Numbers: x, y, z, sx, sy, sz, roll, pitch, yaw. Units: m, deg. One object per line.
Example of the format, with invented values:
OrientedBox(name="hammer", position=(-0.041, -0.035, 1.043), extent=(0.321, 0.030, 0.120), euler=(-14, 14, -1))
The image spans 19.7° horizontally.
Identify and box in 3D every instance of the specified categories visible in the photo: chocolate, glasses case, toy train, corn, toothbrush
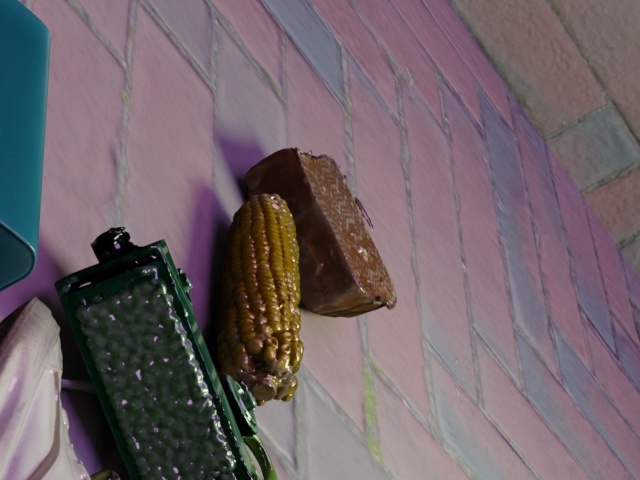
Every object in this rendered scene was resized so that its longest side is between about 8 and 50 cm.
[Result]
OrientedBox(name="chocolate", position=(0.000, 0.000, 2.170), extent=(0.148, 0.093, 0.214), euler=(7, 58, -66))
OrientedBox(name="glasses case", position=(-0.286, -0.102, 1.595), extent=(0.117, 0.070, 0.301), euler=(47, 26, -38))
OrientedBox(name="toy train", position=(-0.133, 0.114, 1.623), extent=(0.154, 0.115, 0.269), euler=(-86, 155, -86))
OrientedBox(name="corn", position=(-0.062, 0.061, 1.932), extent=(0.097, 0.097, 0.320), euler=(52, 20, -30))
OrientedBox(name="toothbrush", position=(-0.230, 0.115, 1.543), extent=(0.017, 0.014, 0.162), euler=(55, 15, 21))

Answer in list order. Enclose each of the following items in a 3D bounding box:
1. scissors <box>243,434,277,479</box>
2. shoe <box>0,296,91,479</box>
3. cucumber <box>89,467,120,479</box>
OrientedBox(name="scissors", position=(-0.036, 0.283, 1.809), extent=(0.204, 0.027, 0.101), euler=(59, 21, -9))
OrientedBox(name="shoe", position=(-0.215, 0.172, 1.305), extent=(0.159, 0.124, 0.316), euler=(43, 30, -12))
OrientedBox(name="cucumber", position=(-0.127, 0.325, 1.444), extent=(0.303, 0.081, 0.072), euler=(64, -4, 0))
